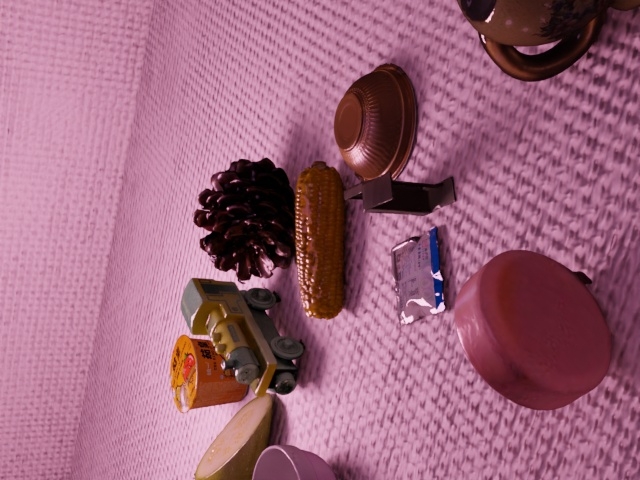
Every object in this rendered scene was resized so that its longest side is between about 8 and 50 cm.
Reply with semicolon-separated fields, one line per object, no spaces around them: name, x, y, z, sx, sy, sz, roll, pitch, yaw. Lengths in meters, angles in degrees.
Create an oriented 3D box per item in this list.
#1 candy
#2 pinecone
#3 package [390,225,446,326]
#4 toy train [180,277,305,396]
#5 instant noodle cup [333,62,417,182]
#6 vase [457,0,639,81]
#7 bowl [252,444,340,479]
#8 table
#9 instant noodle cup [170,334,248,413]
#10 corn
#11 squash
candy;0.324;0.129;1.404;0.094;0.255;0.255;-50;46;46
pinecone;-0.187;-0.039;2.338;0.298;0.242;0.295;-56;39;34
package;0.193;0.074;1.861;0.173;0.027;0.171;-28;60;57
toy train;-0.188;0.244;2.323;0.369;0.237;0.150;55;132;48
instant noodle cup;0.096;-0.251;1.999;0.274;0.091;0.273;-11;78;61
vase;0.354;-0.381;1.390;0.329;0.303;0.240;95;157;-44
bowl;-0.038;0.606;2.114;0.287;0.144;0.286;-11;78;60
table;0.151;-0.085;1.823;0.175;0.146;0.062;-23;68;59
instant noodle cup;-0.306;0.368;2.592;0.216;0.172;0.215;-11;78;61
corn;0.000;0.000;2.128;0.120;0.121;0.363;-11;79;61
squash;-0.228;0.518;2.427;0.189;0.189;0.260;38;125;56
